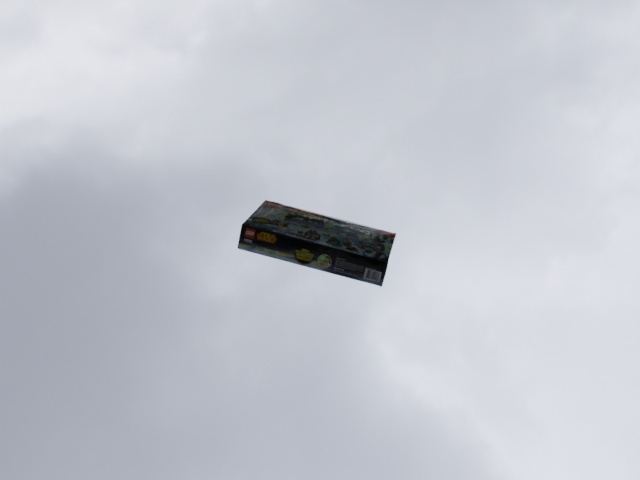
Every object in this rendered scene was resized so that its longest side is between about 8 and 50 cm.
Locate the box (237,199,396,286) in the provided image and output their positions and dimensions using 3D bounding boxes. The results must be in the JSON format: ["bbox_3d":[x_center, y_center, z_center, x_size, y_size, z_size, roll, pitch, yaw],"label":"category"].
[{"bbox_3d":[0.000,0.000,0.785,0.137,0.027,0.094,15,-162,5],"label":"box"}]
